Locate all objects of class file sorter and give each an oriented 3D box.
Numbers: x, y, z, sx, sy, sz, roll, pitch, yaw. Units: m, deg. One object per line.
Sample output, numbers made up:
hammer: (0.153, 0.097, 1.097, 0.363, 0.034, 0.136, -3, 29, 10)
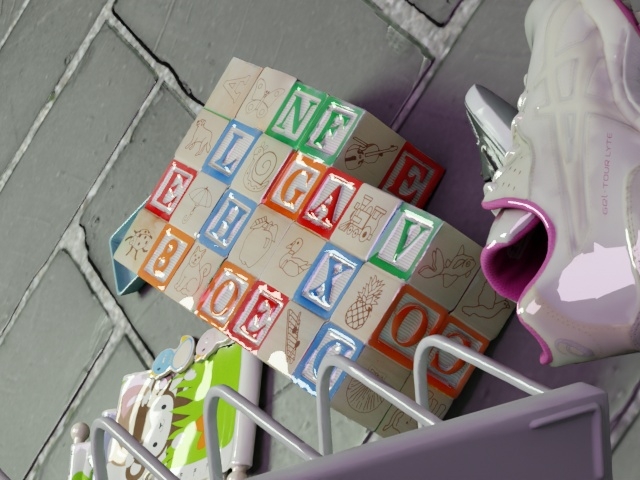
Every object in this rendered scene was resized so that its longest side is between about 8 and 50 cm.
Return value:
file sorter: (-0.014, 0.172, 0.865, 0.173, 0.277, 0.193, 27, 126, 61)

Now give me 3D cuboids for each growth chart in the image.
growth chart: (-0.118, 0.151, 1.280, 0.237, 0.021, 0.172, -34, 44, 35)

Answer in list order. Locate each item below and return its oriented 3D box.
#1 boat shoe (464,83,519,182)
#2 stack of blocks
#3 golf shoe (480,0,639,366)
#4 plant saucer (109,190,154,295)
boat shoe: (0.118, -0.045, 1.069, 0.040, 0.049, 0.142, -51, 39, 20)
stack of blocks: (0.000, 0.000, 1.144, 0.171, 0.087, 0.297, -58, 36, -2)
golf shoe: (0.137, -0.046, 0.936, 0.140, 0.115, 0.306, -25, 32, 7)
plant saucer: (-0.102, -0.034, 1.376, 0.192, 0.018, 0.067, -43, 40, 27)
